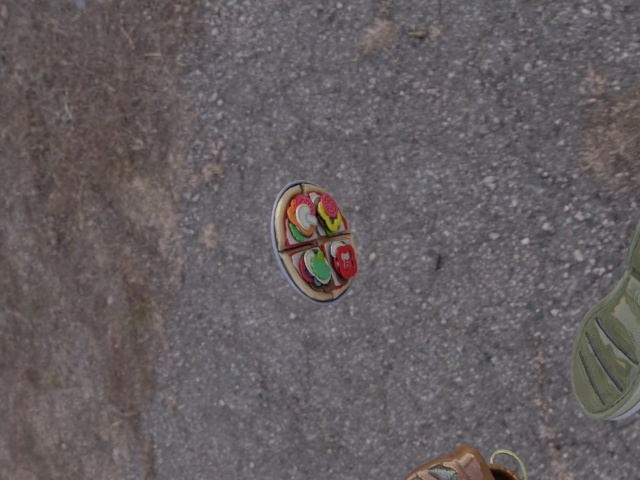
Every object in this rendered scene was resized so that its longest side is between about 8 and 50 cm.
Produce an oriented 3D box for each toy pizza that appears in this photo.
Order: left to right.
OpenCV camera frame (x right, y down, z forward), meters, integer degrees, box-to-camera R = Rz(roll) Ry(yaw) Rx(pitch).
[{"bbox_3d":[0.000,0.000,1.077,0.032,0.201,0.201,-17,90,37],"label":"toy pizza"}]

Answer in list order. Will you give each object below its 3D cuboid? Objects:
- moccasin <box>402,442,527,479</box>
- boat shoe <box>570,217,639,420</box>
[{"bbox_3d":[0.230,0.362,0.926,0.147,0.380,0.139,-40,41,1],"label":"moccasin"},{"bbox_3d":[0.354,0.079,0.708,0.113,0.103,0.302,-107,20,-46],"label":"boat shoe"}]
